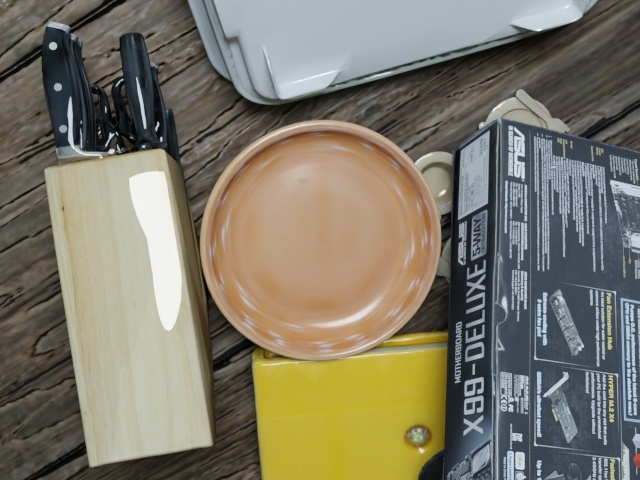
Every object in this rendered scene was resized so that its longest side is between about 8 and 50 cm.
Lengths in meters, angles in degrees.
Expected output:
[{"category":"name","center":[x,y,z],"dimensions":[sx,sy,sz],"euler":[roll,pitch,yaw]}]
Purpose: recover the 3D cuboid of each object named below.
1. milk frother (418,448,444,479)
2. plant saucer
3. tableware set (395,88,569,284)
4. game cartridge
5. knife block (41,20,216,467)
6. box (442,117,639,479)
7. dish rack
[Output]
[{"category":"milk frother","center":[0.174,0.234,0.665],"dimensions":[0.143,0.135,0.129],"euler":[-28,136,7]},{"category":"plant saucer","center":[0.000,0.000,0.684],"dimensions":[0.200,0.037,0.200],"euler":[-1,100,-8]},{"category":"tableware set","center":[0.155,-0.037,0.718],"dimensions":[0.168,0.020,0.141],"euler":[-34,101,3]},{"category":"game cartridge","center":[0.089,0.244,0.757],"dimensions":[0.285,0.053,0.324],"euler":[-4,104,-3]},{"category":"knife block","center":[-0.145,-0.014,0.596],"dimensions":[0.088,0.276,0.242],"euler":[-10,131,-2]},{"category":"box","center":[0.220,0.079,0.629],"dimensions":[0.242,0.076,0.308],"euler":[10,71,-17]},{"category":"dish rack","center":[0.063,-0.217,0.564],"dimensions":[0.332,0.072,0.285],"euler":[-15,146,0]}]
